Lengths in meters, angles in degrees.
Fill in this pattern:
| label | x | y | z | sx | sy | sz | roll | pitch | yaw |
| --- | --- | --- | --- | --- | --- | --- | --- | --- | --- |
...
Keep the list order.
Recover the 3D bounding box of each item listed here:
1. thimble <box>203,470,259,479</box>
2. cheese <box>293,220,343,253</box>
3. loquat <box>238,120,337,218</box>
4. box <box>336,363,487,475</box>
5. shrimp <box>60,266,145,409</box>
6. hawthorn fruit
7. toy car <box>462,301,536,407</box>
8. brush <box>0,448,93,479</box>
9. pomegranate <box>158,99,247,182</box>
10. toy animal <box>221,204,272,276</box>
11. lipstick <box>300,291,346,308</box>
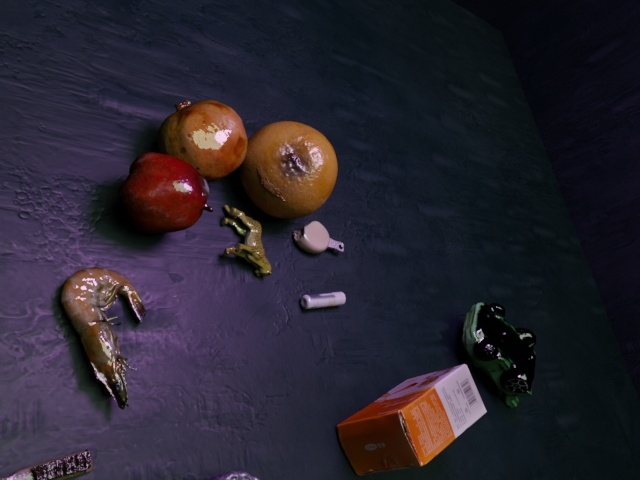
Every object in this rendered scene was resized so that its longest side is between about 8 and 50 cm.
| label | x | y | z | sx | sy | sz | roll | pitch | yaw |
| --- | --- | --- | --- | --- | --- | --- | --- | --- | --- |
| thimble | -0.182 | 0.536 | 1.154 | 0.150 | 0.098 | 0.150 | 22 | 53 | -32 |
| cheese | -0.002 | -0.007 | 1.676 | 0.171 | 0.047 | 0.092 | 0 | 70 | -43 |
| loquat | -0.087 | -0.187 | 1.551 | 0.263 | 0.263 | 0.263 | 22 | 53 | -33 |
| box | 0.239 | 0.459 | 1.504 | 0.341 | 0.225 | 0.143 | -14 | 78 | -47 |
| shrimp | -0.410 | 0.185 | 1.177 | 0.169 | 0.058 | 0.296 | -14 | 74 | -49 |
| hawthorn fruit | -0.335 | -0.099 | 1.296 | 0.202 | 0.185 | 0.185 | 14 | 52 | -3 |
| toy car | 0.594 | 0.379 | 1.935 | 0.358 | 0.176 | 0.213 | 40 | 44 | -14 |
| brush | -0.502 | 0.402 | 0.975 | 0.248 | 0.036 | 0.043 | -3 | 65 | -44 |
| pomegranate | -0.287 | -0.246 | 1.422 | 0.215 | 0.215 | 0.215 | 22 | 53 | -33 |
| toy animal | -0.185 | -0.005 | 1.497 | 0.136 | 0.073 | 0.181 | 25 | 39 | -42 |
| lipstick | 0.007 | 0.163 | 1.592 | 0.141 | 0.040 | 0.040 | 0 | 67 | -43 |
